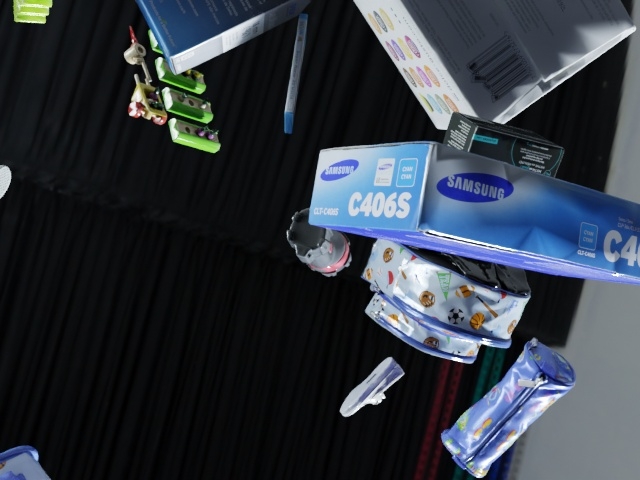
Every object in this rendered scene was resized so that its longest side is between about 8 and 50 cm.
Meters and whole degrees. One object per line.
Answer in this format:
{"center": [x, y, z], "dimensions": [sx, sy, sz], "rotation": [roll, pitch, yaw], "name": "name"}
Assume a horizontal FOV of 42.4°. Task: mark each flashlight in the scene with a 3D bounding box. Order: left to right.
{"center": [0.000, 0.000, 1.610], "dimensions": [0.103, 0.103, 0.304], "rotation": [58, 179, 14], "name": "flashlight"}

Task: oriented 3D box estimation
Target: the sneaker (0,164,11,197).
{"center": [-0.550, -0.075, 1.295], "dimensions": [0.070, 0.134, 0.051], "rotation": [15, 142, 14], "name": "sneaker"}

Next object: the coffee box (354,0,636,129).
{"center": [0.315, -0.440, 1.599], "dimensions": [0.338, 0.338, 0.334], "rotation": [54, 179, -13], "name": "coffee box"}

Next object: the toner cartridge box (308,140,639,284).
{"center": [0.179, -0.018, 0.788], "dimensions": [0.347, 0.075, 0.165], "rotation": [11, 176, -33], "name": "toner cartridge box"}

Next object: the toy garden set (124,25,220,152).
{"center": [-0.277, -0.299, 1.531], "dimensions": [0.049, 0.244, 0.203], "rotation": [-28, 157, 31], "name": "toy garden set"}

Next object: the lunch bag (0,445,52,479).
{"center": [-0.423, 0.341, 0.880], "dimensions": [0.115, 0.243, 0.303], "rotation": [46, -147, 21], "name": "lunch bag"}

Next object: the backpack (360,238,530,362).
{"center": [0.219, 0.093, 1.439], "dimensions": [0.276, 0.213, 0.263], "rotation": [10, -173, -28], "name": "backpack"}

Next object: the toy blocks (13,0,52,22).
{"center": [-0.383, -0.507, 1.161], "dimensions": [0.190, 0.381, 0.261], "rotation": [-9, -164, -44], "name": "toy blocks"}

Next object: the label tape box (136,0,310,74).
{"center": [-0.132, -0.438, 1.262], "dimensions": [0.333, 0.241, 0.106], "rotation": [-27, 178, -6], "name": "label tape box"}

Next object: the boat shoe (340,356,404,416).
{"center": [0.070, 0.201, 1.093], "dimensions": [0.035, 0.100, 0.035], "rotation": [46, 175, -11], "name": "boat shoe"}

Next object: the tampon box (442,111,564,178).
{"center": [0.212, -0.066, 1.053], "dimensions": [0.120, 0.161, 0.101], "rotation": [12, -163, -12], "name": "tampon box"}

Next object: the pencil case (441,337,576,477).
{"center": [0.370, 0.335, 1.639], "dimensions": [0.119, 0.306, 0.133], "rotation": [43, -159, 14], "name": "pencil case"}

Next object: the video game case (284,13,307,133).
{"center": [-0.041, -0.271, 1.357], "dimensions": [0.015, 0.166, 0.119], "rotation": [8, 172, -1], "name": "video game case"}
